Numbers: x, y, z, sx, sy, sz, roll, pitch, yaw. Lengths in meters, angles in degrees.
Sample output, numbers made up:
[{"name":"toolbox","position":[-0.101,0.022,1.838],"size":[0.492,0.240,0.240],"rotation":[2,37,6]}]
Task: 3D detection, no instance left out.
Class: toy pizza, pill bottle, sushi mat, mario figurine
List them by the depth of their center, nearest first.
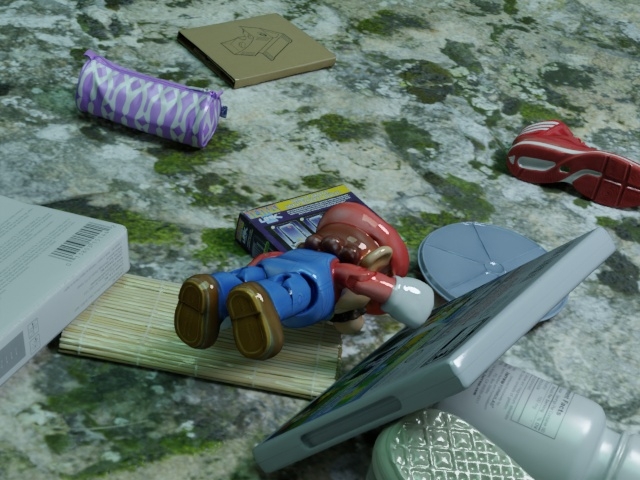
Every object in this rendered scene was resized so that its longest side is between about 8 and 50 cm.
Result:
[{"name":"pill bottle","position":[0.230,0.215,1.356],"size":[0.229,0.131,0.131],"rotation":[23,37,14]},{"name":"mario figurine","position":[-0.007,0.075,1.446],"size":[0.198,0.170,0.320],"rotation":[44,35,21]},{"name":"sushi mat","position":[-0.129,0.105,1.490],"size":[0.317,0.019,0.151],"rotation":[11,35,-3]},{"name":"toy pizza","position":[0.221,0.046,1.668],"size":[0.201,0.032,0.201],"rotation":[9,36,-7]}]

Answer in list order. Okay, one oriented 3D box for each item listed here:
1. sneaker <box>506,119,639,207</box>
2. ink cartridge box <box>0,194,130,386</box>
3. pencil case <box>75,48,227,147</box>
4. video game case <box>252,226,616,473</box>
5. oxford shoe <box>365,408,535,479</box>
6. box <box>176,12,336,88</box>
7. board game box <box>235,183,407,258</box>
[{"name":"sneaker","position":[0.394,-0.129,1.917],"size":[0.221,0.087,0.128],"rotation":[18,37,5]},{"name":"ink cartridge box","position":[-0.400,0.047,1.442],"size":[0.261,0.066,0.296],"rotation":[14,34,21]},{"name":"pencil case","position":[-0.238,-0.195,1.804],"size":[0.206,0.088,0.086],"rotation":[16,33,5]},{"name":"video game case","position":[0.121,0.113,1.345],"size":[0.329,0.300,0.036],"rotation":[-34,92,-47]},{"name":"oxford shoe","position":[0.209,0.345,1.186],"size":[0.449,0.130,0.169],"rotation":[44,47,15]},{"name":"box","position":[-0.102,-0.305,2.054],"size":[0.201,0.021,0.164],"rotation":[-19,46,-35]},{"name":"board game box","position":[0.000,0.000,1.648],"size":[0.170,0.048,0.141],"rotation":[-16,43,-34]}]
